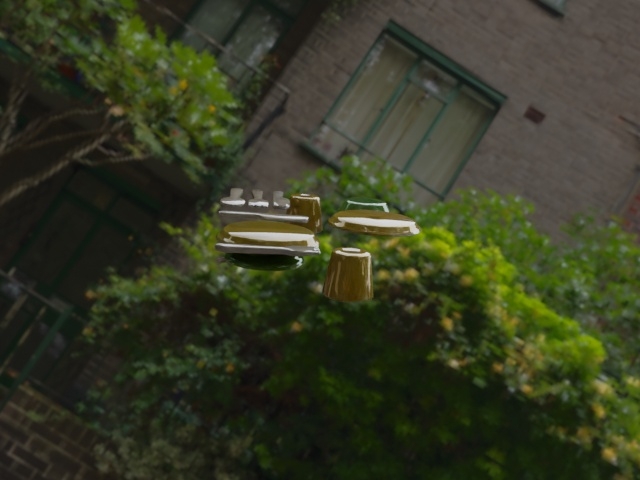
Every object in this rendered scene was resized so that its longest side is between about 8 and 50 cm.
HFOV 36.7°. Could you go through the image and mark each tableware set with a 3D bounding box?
[{"bbox_3d":[0.000,0.000,0.482,0.104,0.024,0.154,3,12,-4],"label":"tableware set"}]
